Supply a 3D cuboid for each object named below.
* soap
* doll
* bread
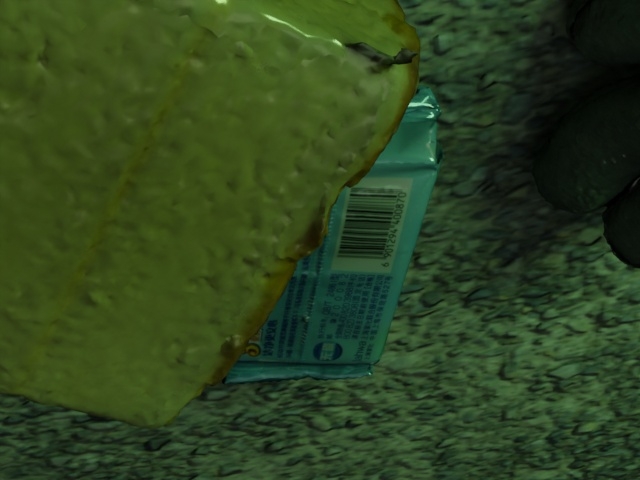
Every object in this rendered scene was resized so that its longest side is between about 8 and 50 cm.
[{"bbox_3d":[0.000,0.000,0.717,0.156,0.077,0.293,4,130,-11],"label":"soap"},{"bbox_3d":[0.300,-0.127,0.633,0.246,0.158,0.340,34,141,2],"label":"doll"},{"bbox_3d":[-0.110,-0.090,0.481,0.207,0.279,0.279,16,125,-24],"label":"bread"}]
